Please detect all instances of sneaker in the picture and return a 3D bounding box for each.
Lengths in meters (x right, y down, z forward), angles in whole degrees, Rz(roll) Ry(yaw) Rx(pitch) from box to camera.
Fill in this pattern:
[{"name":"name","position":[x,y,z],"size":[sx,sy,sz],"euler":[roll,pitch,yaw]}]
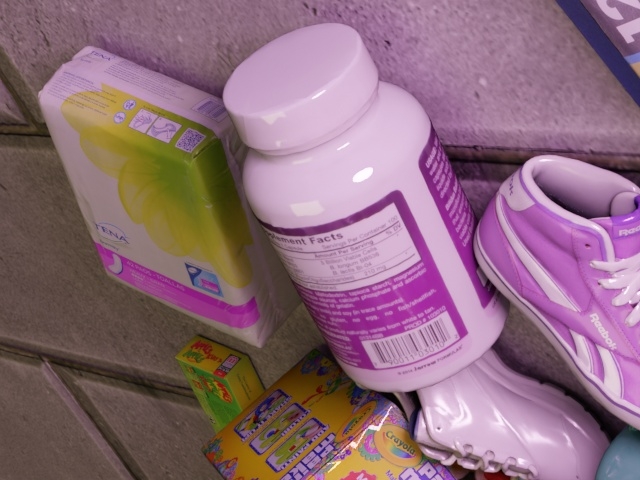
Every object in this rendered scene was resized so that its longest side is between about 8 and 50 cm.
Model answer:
[{"name":"sneaker","position":[0.156,0.174,1.647],"size":[0.297,0.129,0.111],"euler":[38,150,7]},{"name":"sneaker","position":[0.248,0.047,1.370],"size":[0.282,0.102,0.161],"euler":[40,150,8]}]

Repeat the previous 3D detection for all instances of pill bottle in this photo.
[{"name":"pill bottle","position":[0.035,-0.029,1.473],"size":[0.169,0.169,0.301],"euler":[12,140,46]}]

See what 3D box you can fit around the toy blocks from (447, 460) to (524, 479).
[{"name":"toy blocks","position":[0.177,0.209,1.752],"size":[0.148,0.054,0.123],"euler":[11,139,47]}]

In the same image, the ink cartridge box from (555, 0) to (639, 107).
[{"name":"ink cartridge box","position":[0.278,-0.117,1.126],"size":[0.303,0.072,0.307],"euler":[49,151,-12]}]

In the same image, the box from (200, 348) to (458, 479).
[{"name":"box","position":[0.055,0.297,1.822],"size":[0.290,0.177,0.279],"euler":[51,172,-16]}]

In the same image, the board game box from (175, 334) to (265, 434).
[{"name":"board game box","position":[-0.104,0.204,2.145],"size":[0.092,0.043,0.181],"euler":[18,144,40]}]

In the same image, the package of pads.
[{"name":"package of pads","position":[-0.154,-0.046,1.786],"size":[0.229,0.101,0.296],"euler":[24,147,31]}]

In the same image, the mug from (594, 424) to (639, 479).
[{"name":"mug","position":[0.304,0.200,1.494],"size":[0.097,0.129,0.157],"euler":[34,116,49]}]
